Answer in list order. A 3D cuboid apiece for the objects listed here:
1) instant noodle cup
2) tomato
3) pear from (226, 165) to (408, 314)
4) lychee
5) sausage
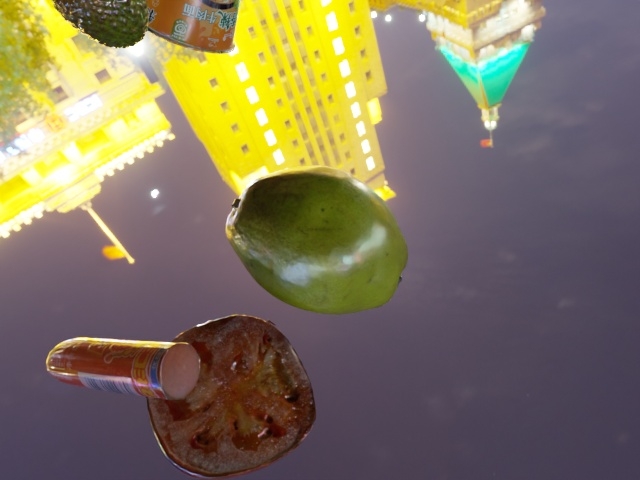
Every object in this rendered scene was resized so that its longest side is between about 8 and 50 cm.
[{"bbox_3d":[-0.259,-0.517,1.025,0.230,0.182,0.230,18,-147,-13],"label":"instant noodle cup"},{"bbox_3d":[-0.185,0.327,1.024,0.339,0.143,0.338,5,-131,-6],"label":"tomato"},{"bbox_3d":[0.000,0.000,0.722,0.269,0.212,0.212,26,-132,-11],"label":"pear"},{"bbox_3d":[-0.286,-0.316,0.645,0.114,0.146,0.114,-21,-142,18],"label":"lychee"},{"bbox_3d":[-0.286,0.170,0.690,0.274,0.074,0.074,-5,-136,31],"label":"sausage"}]
